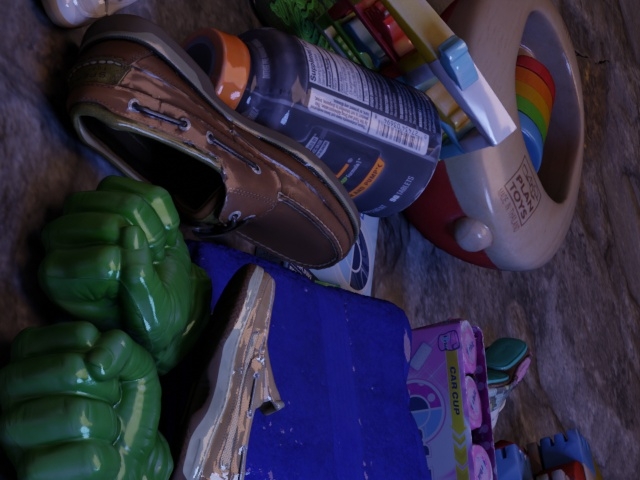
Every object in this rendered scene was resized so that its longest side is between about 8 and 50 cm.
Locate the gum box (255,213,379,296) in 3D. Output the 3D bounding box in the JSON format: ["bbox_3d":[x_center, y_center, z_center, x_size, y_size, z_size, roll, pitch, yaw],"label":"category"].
[{"bbox_3d":[0.000,0.000,1.523,0.157,0.041,0.184,49,39,-44],"label":"gum box"}]

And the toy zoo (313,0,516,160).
[{"bbox_3d":[0.089,-0.165,1.493,0.192,0.030,0.293,52,-11,-6],"label":"toy zoo"}]

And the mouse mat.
[{"bbox_3d":[-0.009,-0.231,1.630,0.189,0.007,0.152,54,39,-38],"label":"mouse mat"}]

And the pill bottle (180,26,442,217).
[{"bbox_3d":[-0.019,-0.112,1.400,0.246,0.130,0.130,18,61,-38],"label":"pill bottle"}]

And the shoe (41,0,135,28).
[{"bbox_3d":[-0.164,-0.237,1.282,0.076,0.058,0.219,67,28,-21],"label":"shoe"}]

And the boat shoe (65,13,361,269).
[{"bbox_3d":[-0.091,-0.049,1.282,0.307,0.111,0.104,37,45,-29],"label":"boat shoe"}]

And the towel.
[{"bbox_3d":[-0.022,0.137,1.360,0.308,0.076,0.227,22,53,-48],"label":"towel"}]

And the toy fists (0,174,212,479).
[{"bbox_3d":[-0.153,0.077,1.131,0.142,0.096,0.279,51,38,-40],"label":"toy fists"}]

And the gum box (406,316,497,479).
[{"bbox_3d":[0.114,0.177,1.598,0.062,0.107,0.188,24,58,-58],"label":"gum box"}]

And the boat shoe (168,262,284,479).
[{"bbox_3d":[-0.061,0.113,1.194,0.072,0.068,0.190,21,75,-12],"label":"boat shoe"}]

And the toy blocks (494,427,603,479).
[{"bbox_3d":[0.291,0.350,1.836,0.381,0.191,0.260,47,28,-47],"label":"toy blocks"}]

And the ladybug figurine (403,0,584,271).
[{"bbox_3d":[0.193,-0.133,1.823,0.305,0.162,0.449,64,29,-27],"label":"ladybug figurine"}]

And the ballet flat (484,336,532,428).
[{"bbox_3d":[0.191,0.173,1.804,0.221,0.077,0.079,-23,119,-64],"label":"ballet flat"}]
